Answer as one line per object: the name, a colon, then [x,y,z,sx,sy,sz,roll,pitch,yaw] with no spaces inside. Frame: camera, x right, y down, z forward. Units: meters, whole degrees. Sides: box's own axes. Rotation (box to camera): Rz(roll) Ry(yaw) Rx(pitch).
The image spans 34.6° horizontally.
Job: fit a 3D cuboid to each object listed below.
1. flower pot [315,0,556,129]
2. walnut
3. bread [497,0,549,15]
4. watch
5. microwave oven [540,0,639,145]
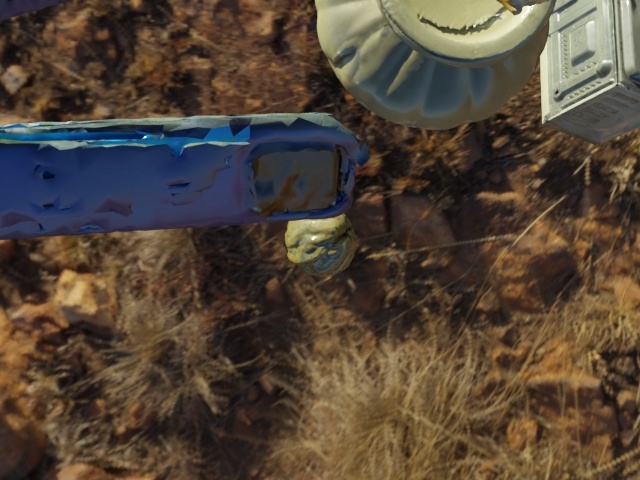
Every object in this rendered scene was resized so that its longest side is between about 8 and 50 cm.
flower pot: [0.151,-0.294,1.233,0.307,0.244,0.308,0,88,-8]
walnut: [0.000,0.000,1.164,0.092,0.092,0.092,4,102,20]
bread: [0.179,-0.410,0.935,0.165,0.236,0.376,-10,110,36]
watch: [-0.141,-0.091,0.436,0.274,0.276,0.068,-7,126,-7]
microwave oven: [0.458,-0.306,1.649,0.194,0.145,0.241,-30,50,55]
